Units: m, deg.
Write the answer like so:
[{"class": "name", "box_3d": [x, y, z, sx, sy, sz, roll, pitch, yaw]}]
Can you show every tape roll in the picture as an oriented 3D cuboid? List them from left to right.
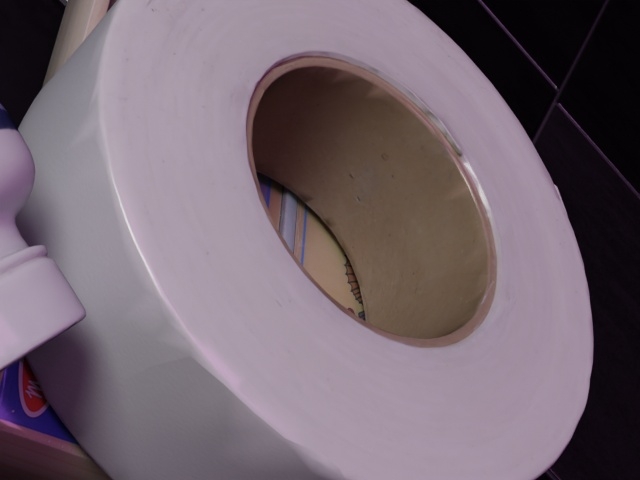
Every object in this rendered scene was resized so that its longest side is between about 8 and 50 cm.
[{"class": "tape roll", "box_3d": [0.000, 0.000, 0.492, 0.286, 0.100, 0.286, 24, 48, -30]}]

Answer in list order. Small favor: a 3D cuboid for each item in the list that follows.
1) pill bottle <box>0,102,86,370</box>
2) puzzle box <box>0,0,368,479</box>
[{"class": "pill bottle", "box_3d": [-0.164, -0.031, 0.346, 0.186, 0.112, 0.112, 57, 40, -3]}, {"class": "puzzle box", "box_3d": [-0.033, -0.028, 0.597, 0.272, 0.052, 0.408, 26, 48, -28]}]
